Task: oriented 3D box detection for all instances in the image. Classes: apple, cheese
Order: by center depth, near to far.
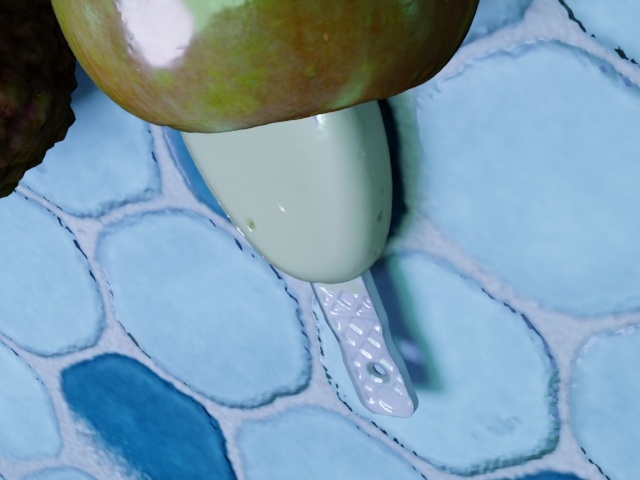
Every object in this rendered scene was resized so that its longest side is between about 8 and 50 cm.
[{"bbox_3d":[-0.026,-0.137,0.621,0.196,0.196,0.196,21,135,23],"label":"apple"},{"bbox_3d":[0.000,0.000,0.823,0.127,0.050,0.255,3,126,36],"label":"cheese"}]

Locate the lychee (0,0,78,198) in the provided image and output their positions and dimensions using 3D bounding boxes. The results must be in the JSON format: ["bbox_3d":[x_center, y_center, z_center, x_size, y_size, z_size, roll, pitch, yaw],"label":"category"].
[{"bbox_3d":[-0.275,-0.097,0.835,0.271,0.236,0.236,5,132,4],"label":"lychee"}]
